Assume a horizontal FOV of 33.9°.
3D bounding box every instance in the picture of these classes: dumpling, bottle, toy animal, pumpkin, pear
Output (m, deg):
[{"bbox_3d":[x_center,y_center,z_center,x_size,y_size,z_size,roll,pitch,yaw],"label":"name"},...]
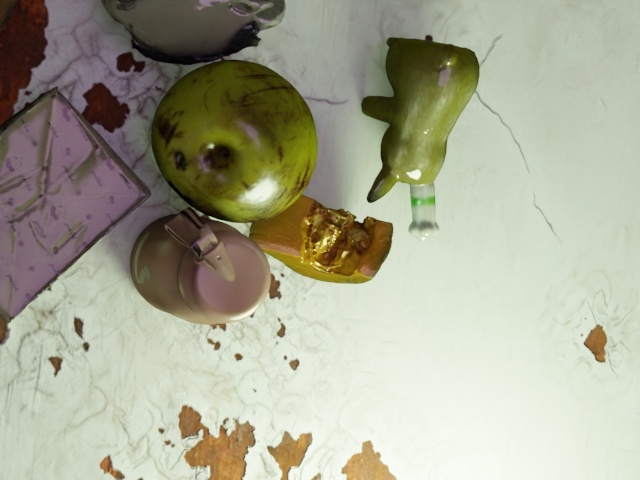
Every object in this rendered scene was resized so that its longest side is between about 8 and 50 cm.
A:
[{"bbox_3d":[-0.202,-0.368,1.697,0.293,0.204,0.163,2,103,-2],"label":"dumpling"},{"bbox_3d":[-0.199,0.037,1.676,0.173,0.297,0.206,-38,109,-16],"label":"bottle"},{"bbox_3d":[0.169,-0.196,1.910,0.181,0.180,0.363,10,112,-18],"label":"toy animal"},{"bbox_3d":[-0.005,-0.001,1.866,0.248,0.126,0.131,21,79,-8],"label":"pumpkin"},{"bbox_3d":[-0.138,-0.155,1.697,0.283,0.283,0.283,-2,95,-25],"label":"pear"}]

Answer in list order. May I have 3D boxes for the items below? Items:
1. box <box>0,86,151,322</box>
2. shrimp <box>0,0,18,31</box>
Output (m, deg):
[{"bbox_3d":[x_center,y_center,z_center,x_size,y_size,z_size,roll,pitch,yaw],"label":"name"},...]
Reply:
[{"bbox_3d":[-0.451,-0.058,1.614,0.297,0.190,0.225,-45,109,-15],"label":"box"},{"bbox_3d":[-0.589,-0.378,1.599,0.253,0.058,0.173,-4,88,-28],"label":"shrimp"}]
